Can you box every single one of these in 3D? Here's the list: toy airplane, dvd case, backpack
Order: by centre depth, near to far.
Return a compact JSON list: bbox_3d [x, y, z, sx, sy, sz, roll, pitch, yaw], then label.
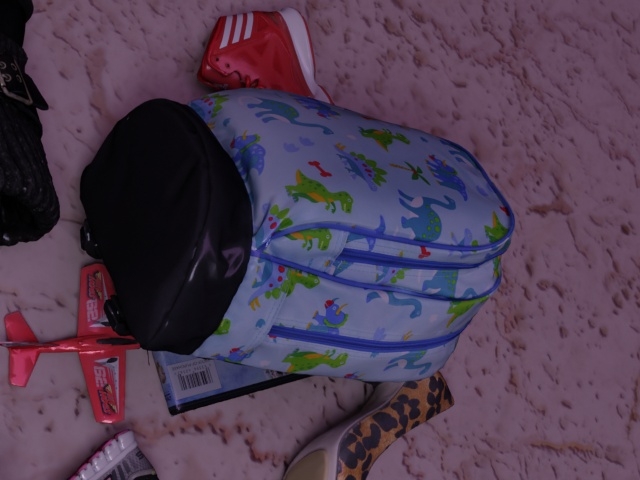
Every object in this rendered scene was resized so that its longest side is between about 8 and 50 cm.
[{"bbox_3d":[-0.222,0.097,1.102,0.151,0.028,0.151,12,65,-28],"label":"toy airplane"},{"bbox_3d":[0.000,0.000,1.111,0.355,0.273,0.290,30,17,-33],"label":"backpack"},{"bbox_3d":[-0.103,0.030,1.207,0.180,0.022,0.253,-11,79,-36],"label":"dvd case"}]

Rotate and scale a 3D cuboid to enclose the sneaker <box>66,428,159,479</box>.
[{"bbox_3d":[-0.198,0.239,1.043,0.075,0.063,0.170,46,50,-2],"label":"sneaker"}]

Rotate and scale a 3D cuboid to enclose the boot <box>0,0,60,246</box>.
[{"bbox_3d":[-0.331,-0.146,0.982,0.348,0.131,0.260,28,51,-62],"label":"boot"}]

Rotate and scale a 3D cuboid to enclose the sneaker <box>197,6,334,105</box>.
[{"bbox_3d":[-0.060,-0.139,1.271,0.128,0.087,0.221,-7,64,-25],"label":"sneaker"}]

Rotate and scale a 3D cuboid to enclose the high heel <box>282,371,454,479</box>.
[{"bbox_3d":[0.059,0.230,1.199,0.186,0.093,0.261,22,64,-32],"label":"high heel"}]
